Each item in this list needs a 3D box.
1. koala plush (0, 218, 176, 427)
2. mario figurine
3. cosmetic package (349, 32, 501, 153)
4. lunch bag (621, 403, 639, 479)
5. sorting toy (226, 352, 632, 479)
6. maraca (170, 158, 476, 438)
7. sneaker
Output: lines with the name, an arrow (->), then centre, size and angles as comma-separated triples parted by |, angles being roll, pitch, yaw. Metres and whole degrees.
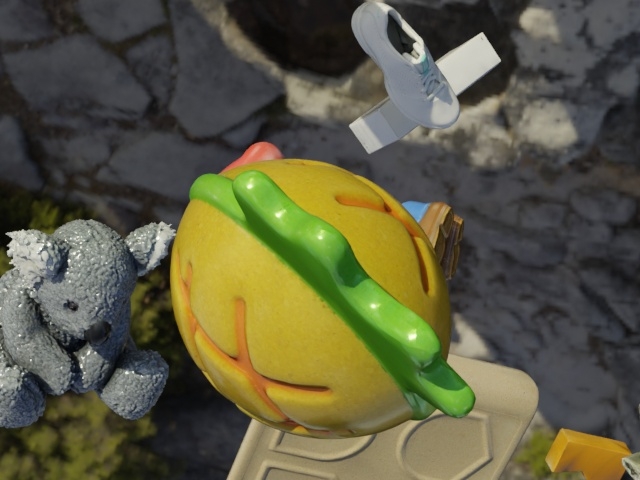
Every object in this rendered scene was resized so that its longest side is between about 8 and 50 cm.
koala plush -> -0.258, 0.057, 1.252 | 0.196, 0.203, 0.221 | -2, 144, -25
mario figurine -> 0.000, 0.000, 1.424 | 0.321, 0.170, 0.198 | 13, 138, 22
cosmetic package -> 0.163, -0.226, 1.826 | 0.060, 0.239, 0.099 | 54, 153, -5
lunch bag -> 0.272, 0.173, 0.481 | 0.287, 0.235, 0.169 | -7, 176, 42
sorting toy -> 0.081, 0.192, 0.956 | 0.307, 0.041, 0.229 | 15, 112, -16
maraca -> 0.000, 0.021, 0.440 | 0.127, 0.099, 0.186 | 43, 170, -5
sneaker -> 0.127, -0.231, 1.605 | 0.212, 0.080, 0.094 | 48, 166, -22
